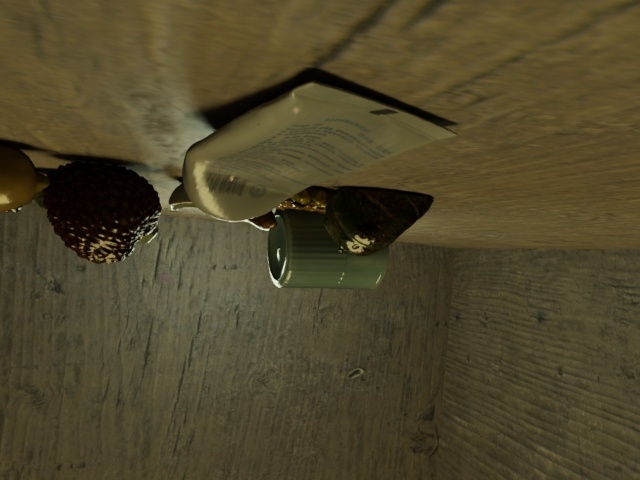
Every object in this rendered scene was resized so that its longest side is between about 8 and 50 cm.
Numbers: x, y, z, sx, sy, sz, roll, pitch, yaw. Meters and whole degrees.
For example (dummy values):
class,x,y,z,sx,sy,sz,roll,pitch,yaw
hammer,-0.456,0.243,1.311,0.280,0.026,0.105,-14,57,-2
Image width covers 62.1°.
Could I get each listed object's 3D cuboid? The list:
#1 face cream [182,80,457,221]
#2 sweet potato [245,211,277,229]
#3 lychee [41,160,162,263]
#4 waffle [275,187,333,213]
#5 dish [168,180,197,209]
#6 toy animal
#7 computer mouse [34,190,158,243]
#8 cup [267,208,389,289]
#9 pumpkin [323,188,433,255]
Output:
class,x,y,z,sx,sy,sz,roll,pitch,yaw
face cream,-0.054,-0.114,0.739,0.235,0.137,0.420,9,168,-39
sweet potato,-0.216,-0.092,1.626,0.097,0.097,0.292,8,-176,-45
lychee,-0.534,-0.080,1.282,0.272,0.271,0.271,6,178,0
waffle,-0.096,-0.112,1.415,0.301,0.058,0.282,6,179,40
dish,-0.347,-0.123,1.500,0.151,0.077,0.212,4,178,-14
toy animal,-0.727,-0.140,1.119,0.281,0.195,0.169,12,135,-33
computer mouse,-0.666,-0.120,1.575,0.429,0.145,0.228,20,-172,9
cup,0.007,-0.007,1.646,0.311,0.331,0.256,1,151,-22
pumpkin,0.155,-0.039,1.298,0.279,0.162,0.111,5,179,-13
